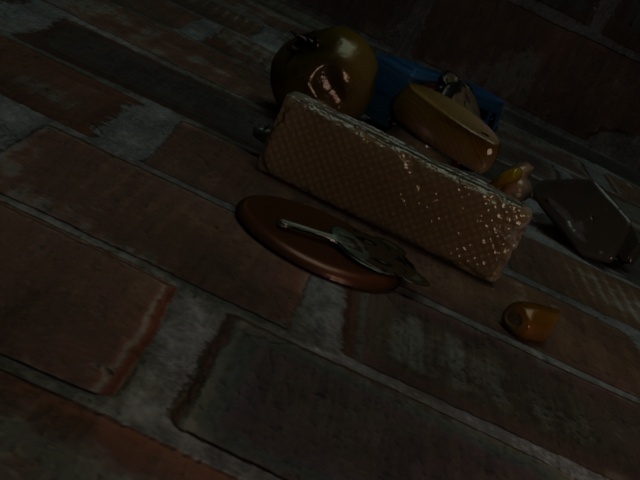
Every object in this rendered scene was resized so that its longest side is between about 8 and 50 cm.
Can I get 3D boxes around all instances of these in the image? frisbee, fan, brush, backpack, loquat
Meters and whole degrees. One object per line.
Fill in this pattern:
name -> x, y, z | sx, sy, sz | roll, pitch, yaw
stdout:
frisbee -> 0.000, 0.000, 1.600 | 0.251, 0.021, 0.251 | 22, 18, -8
fan -> 0.040, 0.005, 1.592 | 0.227, 0.008, 0.152 | 18, 19, -26
brush -> 0.220, -0.170, 2.175 | 0.174, 0.166, 0.266 | 15, 20, -38
backpack -> 0.235, -0.234, 2.397 | 0.229, 0.139, 0.229 | 14, 64, -31
loquat -> 0.008, -0.310, 2.221 | 0.213, 0.213, 0.213 | 24, 17, -8

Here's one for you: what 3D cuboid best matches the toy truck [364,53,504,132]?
toy truck -> 0.251, -0.297, 2.611 | 0.385, 0.162, 0.161 | 8, 23, -46

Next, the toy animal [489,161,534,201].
toy animal -> 0.412, -0.113, 2.463 | 0.082, 0.091, 0.114 | 55, 33, 1

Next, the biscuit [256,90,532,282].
biscuit -> 0.116, -0.086, 1.817 | 0.426, 0.144, 0.078 | 27, 16, 2

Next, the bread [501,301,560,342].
bread -> 0.310, 0.117, 1.650 | 0.103, 0.049, 0.062 | 13, 21, -32

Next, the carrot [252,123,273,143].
carrot -> 0.034, -0.122, 1.942 | 0.336, 0.069, 0.069 | 22, 17, -22

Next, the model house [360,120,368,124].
model house -> 0.065, -0.161, 2.054 | 0.117, 0.088, 0.167 | 37, 20, 31

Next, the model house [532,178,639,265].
model house -> 0.557, -0.037, 2.365 | 0.229, 0.122, 0.188 | 53, 15, 29
